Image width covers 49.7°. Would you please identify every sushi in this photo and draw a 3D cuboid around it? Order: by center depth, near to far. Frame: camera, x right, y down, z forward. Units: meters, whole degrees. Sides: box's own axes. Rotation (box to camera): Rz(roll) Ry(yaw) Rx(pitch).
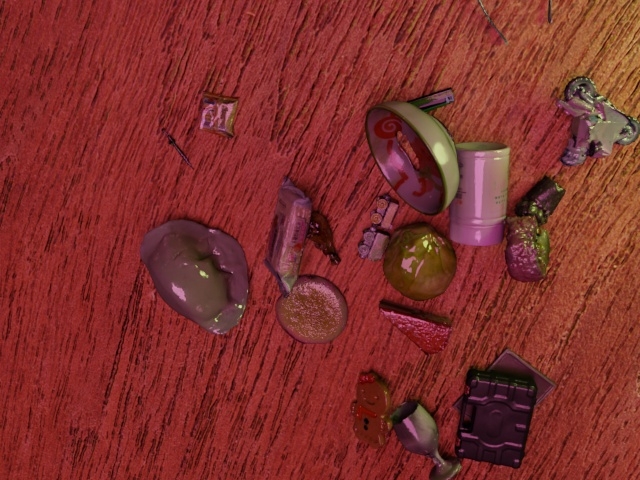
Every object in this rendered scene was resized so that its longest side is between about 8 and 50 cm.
[{"bbox_3d":[0.544,0.042,1.805,0.107,0.161,0.241,-3,150,25],"label":"sushi"}]

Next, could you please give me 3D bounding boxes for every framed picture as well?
[{"bbox_3d":[0.545,0.464,2.058,0.189,0.023,0.260,36,110,-2],"label":"framed picture"}]

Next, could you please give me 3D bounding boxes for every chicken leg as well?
[{"bbox_3d":[0.000,0.000,1.997,0.093,0.070,0.178,-35,112,-6],"label":"chicken leg"}]

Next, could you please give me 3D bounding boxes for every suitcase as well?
[{"bbox_3d":[0.514,0.527,2.040,0.206,0.066,0.286,8,109,9],"label":"suitcase"}]

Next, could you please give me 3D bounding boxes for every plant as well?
[{"bbox_3d":[0.582,-0.099,1.846,0.092,0.094,0.143,35,99,-17],"label":"plant"}]

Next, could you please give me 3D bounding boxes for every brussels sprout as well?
[{"bbox_3d":[0.275,0.063,1.911,0.223,0.161,0.223,3,114,7],"label":"brussels sprout"}]

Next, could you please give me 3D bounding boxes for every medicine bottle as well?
[{"bbox_3d":[0.418,-0.125,1.831,0.152,0.152,0.254,2,107,10],"label":"medicine bottle"}]

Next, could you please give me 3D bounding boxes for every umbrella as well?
[{"bbox_3d":[-0.415,-0.267,2.013,0.149,0.022,0.022,51,151,-7],"label":"umbrella"}]

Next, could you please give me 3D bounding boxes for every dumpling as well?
[{"bbox_3d":[-0.379,0.101,2.038,0.211,0.270,0.321,-11,131,36],"label":"dumpling"}]

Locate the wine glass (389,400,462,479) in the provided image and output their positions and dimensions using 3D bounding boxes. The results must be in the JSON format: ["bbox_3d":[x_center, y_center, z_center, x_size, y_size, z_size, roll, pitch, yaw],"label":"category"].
[{"bbox_3d":[0.316,0.609,2.094,0.126,0.126,0.241,-32,98,18],"label":"wine glass"}]

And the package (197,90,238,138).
[{"bbox_3d":[-0.290,-0.355,1.956,0.108,0.031,0.121,12,104,6],"label":"package"}]

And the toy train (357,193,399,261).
[{"bbox_3d":[0.168,-0.034,1.957,0.081,0.060,0.202,19,110,-3],"label":"toy train"}]

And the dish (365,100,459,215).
[{"bbox_3d":[0.260,-0.230,1.781,0.124,0.324,0.324,-33,100,-15],"label":"dish"}]

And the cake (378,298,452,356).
[{"bbox_3d":[0.266,0.258,2.013,0.220,0.086,0.117,13,107,5],"label":"cake"}]

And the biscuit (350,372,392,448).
[{"bbox_3d":[0.153,0.514,2.098,0.166,0.036,0.226,22,109,45],"label":"biscuit"}]

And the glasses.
[{"bbox_3d":[0.482,-0.612,1.702,0.189,0.088,0.221,-22,102,16],"label":"glasses"}]

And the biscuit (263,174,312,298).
[{"bbox_3d":[-0.090,-0.011,1.954,0.079,0.186,0.309,7,108,-23],"label":"biscuit"}]

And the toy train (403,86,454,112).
[{"bbox_3d":[0.253,-0.355,1.847,0.209,0.044,0.042,-16,105,15],"label":"toy train"}]

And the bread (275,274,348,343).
[{"bbox_3d":[-0.029,0.215,2.083,0.228,0.033,0.229,4,109,10],"label":"bread"}]

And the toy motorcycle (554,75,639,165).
[{"bbox_3d":[0.673,-0.279,1.758,0.239,0.108,0.204,39,110,-3],"label":"toy motorcycle"}]
